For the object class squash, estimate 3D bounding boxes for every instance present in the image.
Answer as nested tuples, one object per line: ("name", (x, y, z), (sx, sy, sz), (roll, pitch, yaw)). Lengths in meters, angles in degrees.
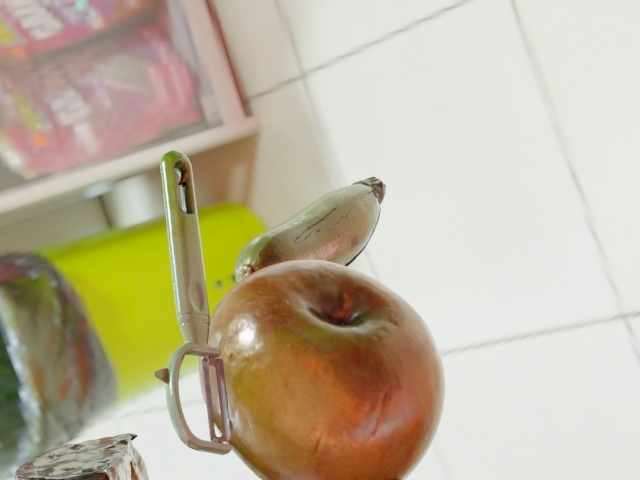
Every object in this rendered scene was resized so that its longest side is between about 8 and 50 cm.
("squash", (0.000, 0.000, 1.941), (0.094, 0.341, 0.094), (10, 113, 25))

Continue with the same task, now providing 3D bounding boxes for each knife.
("knife", (-0.092, 0.035, 1.078), (0.015, 0.054, 0.212), (-31, 58, 44))

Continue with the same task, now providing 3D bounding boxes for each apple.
("apple", (0.001, 0.107, 1.210), (0.182, 0.182, 0.155), (43, 134, 30))

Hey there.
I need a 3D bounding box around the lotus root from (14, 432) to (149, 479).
("lotus root", (-0.211, 0.301, 1.379), (0.267, 0.149, 0.260), (-103, 5, -68))
